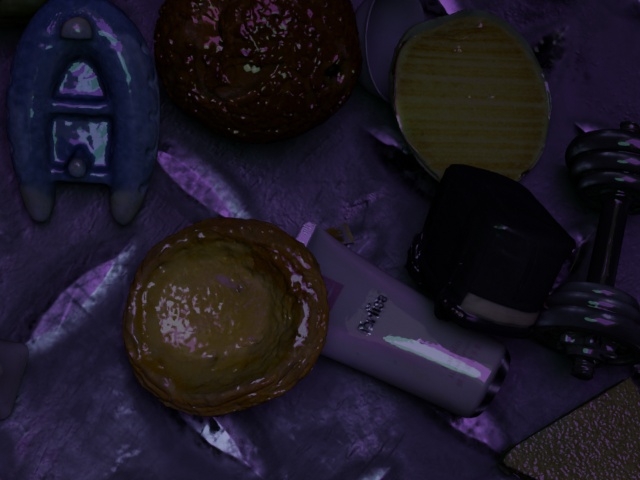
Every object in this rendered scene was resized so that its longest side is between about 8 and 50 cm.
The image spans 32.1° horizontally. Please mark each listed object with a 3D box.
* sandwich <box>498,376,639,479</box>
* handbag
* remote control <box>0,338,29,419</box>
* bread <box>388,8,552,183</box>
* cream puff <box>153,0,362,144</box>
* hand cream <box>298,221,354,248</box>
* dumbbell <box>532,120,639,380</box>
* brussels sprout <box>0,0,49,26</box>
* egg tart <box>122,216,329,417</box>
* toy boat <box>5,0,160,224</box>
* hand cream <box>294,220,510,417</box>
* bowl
[{"bbox_3d":[0.402,0.290,1.622,0.245,0.063,0.212,27,68,-1],"label":"sandwich"},{"bbox_3d":[0.237,0.020,1.563,0.181,0.254,0.181,14,112,-21],"label":"handbag"},{"bbox_3d":[-0.561,0.156,1.505,0.313,0.055,0.109,14,72,-5],"label":"remote control"},{"bbox_3d":[0.233,-0.212,1.715,0.301,0.045,0.301,4,80,-25],"label":"bread"},{"bbox_3d":[-0.101,-0.284,1.597,0.303,0.212,0.303,-2,84,19],"label":"cream puff"},{"bbox_3d":[0.000,0.000,1.660,0.102,0.022,0.035,-17,70,-18],"label":"hand cream"},{"bbox_3d":[0.423,0.010,1.642,0.179,0.179,0.406,17,72,-4],"label":"dumbbell"},{"bbox_3d":[-0.472,-0.449,1.585,0.355,0.281,0.289,-19,77,-4],"label":"brussels sprout"},{"bbox_3d":[-0.125,0.106,1.537,0.294,0.123,0.294,-2,79,11],"label":"egg tart"},{"bbox_3d":[-0.333,-0.183,1.560,0.215,0.123,0.329,5,95,-7],"label":"toy boat"},{"bbox_3d":[0.093,0.125,1.596,0.359,0.118,0.185,27,78,6],"label":"hand cream"},{"bbox_3d":[0.087,-0.302,1.712,0.086,0.189,0.189,4,68,34],"label":"bowl"}]
